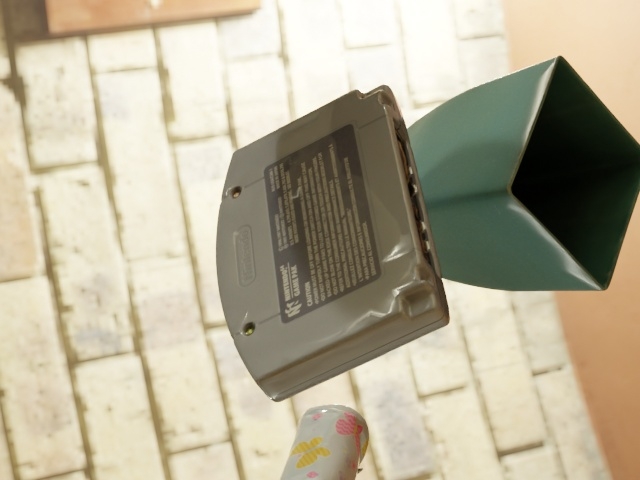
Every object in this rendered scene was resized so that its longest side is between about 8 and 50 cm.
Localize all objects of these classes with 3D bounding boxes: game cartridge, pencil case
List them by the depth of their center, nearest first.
[{"bbox_3d":[0.000,0.000,1.279,0.060,0.196,0.294,54,19,-42],"label":"game cartridge"},{"bbox_3d":[-0.003,0.356,2.105,0.273,0.114,0.124,-67,145,-60],"label":"pencil case"}]

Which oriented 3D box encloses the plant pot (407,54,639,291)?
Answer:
[{"bbox_3d":[0.168,-0.051,1.441,0.234,0.166,0.165,-9,-132,46],"label":"plant pot"}]
